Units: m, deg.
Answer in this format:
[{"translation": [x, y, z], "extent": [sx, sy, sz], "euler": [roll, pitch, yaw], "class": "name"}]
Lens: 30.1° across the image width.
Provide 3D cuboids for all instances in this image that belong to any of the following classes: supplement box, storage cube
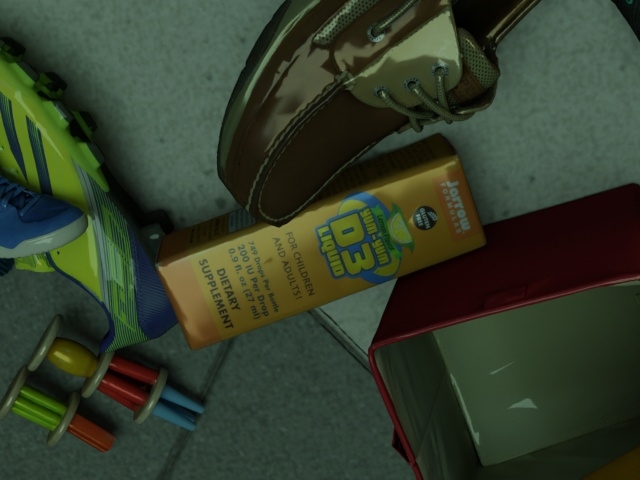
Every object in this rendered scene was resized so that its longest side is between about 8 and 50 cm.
[{"translation": [0.000, 0.000, 0.881], "extent": [0.233, 0.080, 0.078], "euler": [-21, 105, 1], "class": "supplement box"}, {"translation": [0.161, 0.092, 0.844], "extent": [0.215, 0.193, 0.184], "euler": [-17, 105, 19], "class": "storage cube"}]

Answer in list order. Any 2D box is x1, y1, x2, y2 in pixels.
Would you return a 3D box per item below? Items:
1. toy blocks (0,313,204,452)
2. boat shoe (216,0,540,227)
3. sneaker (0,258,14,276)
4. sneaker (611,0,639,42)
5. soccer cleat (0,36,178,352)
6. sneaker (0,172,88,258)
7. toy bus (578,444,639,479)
[{"translation": [-0.186, 0.141, 1.016], "extent": [0.148, 0.054, 0.123], "euler": [30, 122, -14], "class": "toy blocks"}, {"translation": [0.061, -0.134, 0.774], "extent": [0.120, 0.122, 0.324], "euler": [45, 104, 27], "class": "boat shoe"}, {"translation": [-0.331, -0.066, 0.957], "extent": [0.092, 0.087, 0.229], "euler": [-14, 104, 18], "class": "sneaker"}, {"translation": [0.261, -0.143, 0.785], "extent": [0.101, 0.106, 0.267], "euler": [-36, 97, 23], "class": "sneaker"}, {"translation": [-0.212, -0.037, 0.929], "extent": [0.121, 0.093, 0.289], "euler": [-35, 102, 5], "class": "soccer cleat"}, {"translation": [-0.246, -0.037, 0.873], "extent": [0.152, 0.058, 0.085], "euler": [3, 117, 25], "class": "sneaker"}, {"translation": [0.261, 0.164, 0.691], "extent": [0.332, 0.108, 0.130], "euler": [-26, 105, -12], "class": "toy bus"}]
